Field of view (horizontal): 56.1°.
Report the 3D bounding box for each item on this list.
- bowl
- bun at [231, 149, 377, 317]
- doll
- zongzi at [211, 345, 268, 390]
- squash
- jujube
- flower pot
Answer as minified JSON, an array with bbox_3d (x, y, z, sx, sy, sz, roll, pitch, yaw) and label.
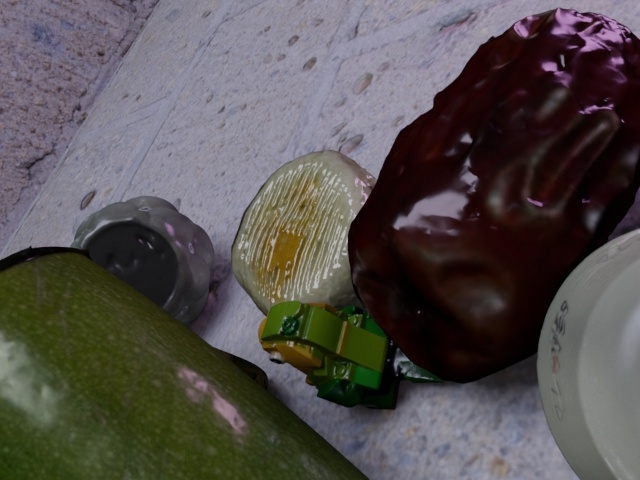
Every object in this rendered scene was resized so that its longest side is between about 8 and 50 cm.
[{"bbox_3d":[0.264,0.092,0.379,0.238,0.126,0.237,-2,81,15],"label":"bowl"},{"bbox_3d":[0.000,0.000,0.812,0.244,0.153,0.243,-10,69,29],"label":"bun"},{"bbox_3d":[0.024,0.122,0.665,0.134,0.186,0.106,135,155,-60],"label":"doll"},{"bbox_3d":[-0.238,0.253,0.768,0.134,0.286,0.288,86,-154,-84],"label":"zongzi"},{"bbox_3d":[-0.174,0.210,0.569,0.384,0.263,0.263,37,87,10],"label":"squash"},{"bbox_3d":[0.176,-0.050,0.586,0.258,0.258,0.376,10,66,50],"label":"jujube"},{"bbox_3d":[-0.299,0.047,1.010,0.246,0.246,0.195,-51,4,-1],"label":"flower pot"}]
